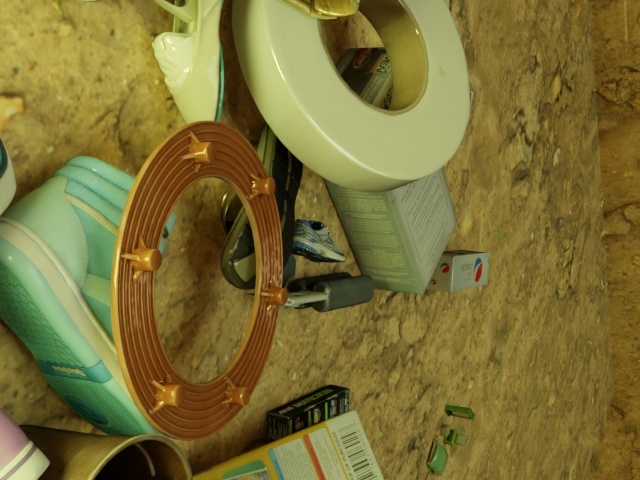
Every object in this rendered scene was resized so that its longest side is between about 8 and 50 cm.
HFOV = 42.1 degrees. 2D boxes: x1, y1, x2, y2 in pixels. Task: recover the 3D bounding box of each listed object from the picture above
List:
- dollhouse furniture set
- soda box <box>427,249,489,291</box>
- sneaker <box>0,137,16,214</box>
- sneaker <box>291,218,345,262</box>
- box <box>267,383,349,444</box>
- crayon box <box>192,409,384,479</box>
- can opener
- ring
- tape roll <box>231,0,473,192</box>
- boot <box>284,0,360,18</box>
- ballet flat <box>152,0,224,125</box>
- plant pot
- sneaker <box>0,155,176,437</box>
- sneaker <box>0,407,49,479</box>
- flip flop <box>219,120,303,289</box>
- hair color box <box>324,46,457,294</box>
[{"bbox_3d":[0.285,0.436,1.797,0.076,0.058,0.152,56,48,-47],"label":"dollhouse furniture set"},{"bbox_3d":[0.283,0.061,1.729,0.216,0.069,0.074,-3,97,-59],"label":"soda box"},{"bbox_3d":[-0.330,-0.013,0.612,0.110,0.106,0.275,97,10,-49],"label":"sneaker"},{"bbox_3d":[0.000,0.000,1.252,0.135,0.052,0.058,24,69,-59],"label":"sneaker"},{"bbox_3d":[-0.018,0.335,1.279,0.184,0.045,0.191,-10,103,-56],"label":"box"},{"bbox_3d":[-0.044,0.363,1.072,0.322,0.083,0.203,-9,71,-47],"label":"crayon box"},{"bbox_3d":[-0.006,0.056,1.224,0.283,0.075,0.095,-4,99,-61],"label":"can opener"},{"bbox_3d":[-0.107,0.042,0.879,0.336,0.032,0.337,3,90,-66],"label":"ring"},{"bbox_3d":[0.056,-0.259,1.136,0.391,0.072,0.392,15,67,-39],"label":"tape roll"},{"bbox_3d":[0.045,-0.370,1.042,0.261,0.095,0.204,9,70,-33],"label":"boot"},{"bbox_3d":[-0.152,-0.244,0.941,0.086,0.086,0.249,7,87,-60],"label":"ballet flat"},{"bbox_3d":[-0.234,0.249,0.772,0.167,0.165,0.167,-13,105,-59],"label":"plant pot"},{"bbox_3d":[-0.196,0.055,0.849,0.208,0.127,0.319,-57,140,-37],"label":"sneaker"},{"bbox_3d":[-0.369,0.218,0.631,0.161,0.102,0.282,49,61,-11],"label":"sneaker"},{"bbox_3d":[-0.086,-0.050,1.080,0.112,0.080,0.277,60,29,-45],"label":"flip flop"},{"bbox_3d":[0.109,-0.107,1.360,0.185,0.113,0.375,-59,142,-36],"label":"hair color box"}]
